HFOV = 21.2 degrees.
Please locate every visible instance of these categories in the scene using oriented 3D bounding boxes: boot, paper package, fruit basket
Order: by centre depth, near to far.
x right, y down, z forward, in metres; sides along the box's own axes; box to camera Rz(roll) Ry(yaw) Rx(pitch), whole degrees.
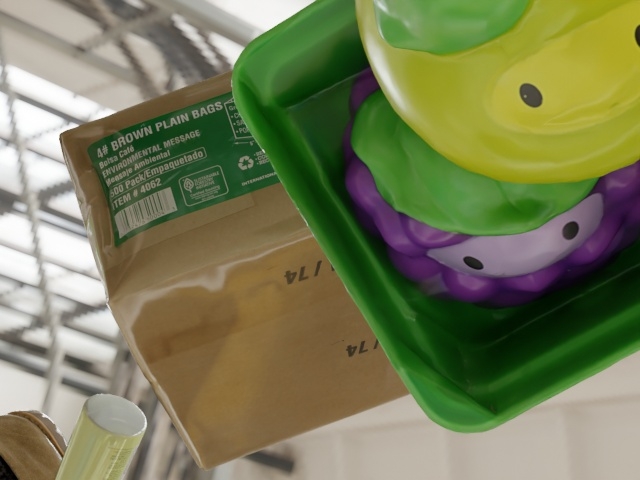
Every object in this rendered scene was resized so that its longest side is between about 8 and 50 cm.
[{"bbox_3d":[0.141,-0.088,0.837,0.392,0.392,0.283,-28,-85,39],"label":"fruit basket"},{"bbox_3d":[0.000,0.000,1.343,0.325,0.309,0.168,-20,-125,-1],"label":"paper package"},{"bbox_3d":[-0.256,0.298,1.732,0.305,0.115,0.112,44,-77,17],"label":"boot"}]

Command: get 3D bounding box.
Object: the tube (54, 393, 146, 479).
[{"bbox_3d":[-0.229,0.251,1.580,0.240,0.070,0.062,-66,-150,27],"label":"tube"}]
